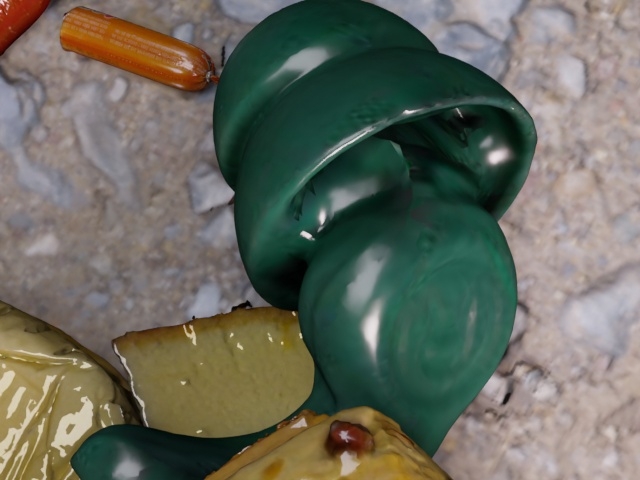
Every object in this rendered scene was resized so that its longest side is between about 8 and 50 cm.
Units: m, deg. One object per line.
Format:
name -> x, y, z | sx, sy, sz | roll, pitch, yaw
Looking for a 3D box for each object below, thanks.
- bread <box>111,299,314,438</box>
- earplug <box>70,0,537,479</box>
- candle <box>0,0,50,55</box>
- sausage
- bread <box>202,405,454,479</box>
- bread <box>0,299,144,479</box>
bread -> -0.040, 0.075, 0.661 | 0.109, 0.080, 0.084 | -22, 73, 7
earplug -> -0.002, 0.005, 0.636 | 0.257, 0.164, 0.280 | -28, 59, 11
candle -> -0.190, -0.165, 0.777 | 0.162, 0.048, 0.053 | -44, 101, -5
sausage -> -0.108, -0.116, 0.755 | 0.107, 0.031, 0.031 | 20, 79, 17
bread -> -0.004, 0.194, 0.554 | 0.210, 0.235, 0.099 | -38, 35, 0
bread -> -0.208, 0.095, 0.674 | 0.236, 0.106, 0.140 | 21, 78, 16
